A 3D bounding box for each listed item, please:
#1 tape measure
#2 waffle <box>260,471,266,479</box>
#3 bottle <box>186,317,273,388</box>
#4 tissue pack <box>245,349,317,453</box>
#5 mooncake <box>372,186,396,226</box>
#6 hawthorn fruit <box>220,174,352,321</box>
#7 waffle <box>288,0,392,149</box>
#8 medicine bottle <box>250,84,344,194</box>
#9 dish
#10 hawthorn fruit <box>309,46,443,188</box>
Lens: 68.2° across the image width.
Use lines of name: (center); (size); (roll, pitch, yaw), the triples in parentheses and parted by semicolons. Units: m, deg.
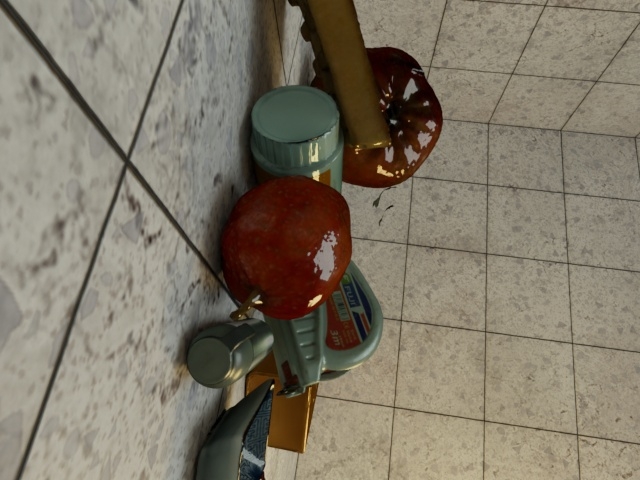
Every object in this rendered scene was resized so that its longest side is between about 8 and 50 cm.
tape measure: (-0.004, 0.156, 0.917); (0.125, 0.246, 0.243); (-47, -126, 50)
waffle: (-0.164, 0.661, 1.107); (0.221, 0.055, 0.234); (89, 4, -46)
bottle: (-0.119, 0.153, 0.688); (0.096, 0.079, 0.254); (-42, 172, -1)
tissue pack: (-0.077, 0.324, 1.119); (0.274, 0.145, 0.194); (-67, 161, -71)
mooncake: (0.007, 0.011, 0.858); (0.346, 0.057, 0.150); (-35, -172, -35)
hawthorn fruit: (-0.056, 0.024, 0.689); (0.205, 0.205, 0.253); (92, 16, -47)
waffle: (0.025, -0.326, 0.826); (0.304, 0.077, 0.348); (-108, 178, -77)
medicine bottle: (-0.038, -0.113, 0.860); (0.318, 0.158, 0.158); (90, 9, -56)
dish: (-0.140, 0.342, 0.761); (0.243, 0.080, 0.182); (-29, 126, -84)
hawthorn fruit: (0.123, -0.351, 1.358); (0.403, 0.402, 0.403); (7, 90, -85)
